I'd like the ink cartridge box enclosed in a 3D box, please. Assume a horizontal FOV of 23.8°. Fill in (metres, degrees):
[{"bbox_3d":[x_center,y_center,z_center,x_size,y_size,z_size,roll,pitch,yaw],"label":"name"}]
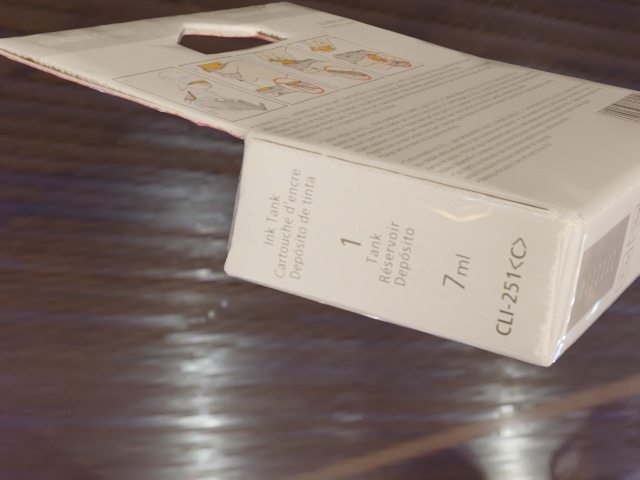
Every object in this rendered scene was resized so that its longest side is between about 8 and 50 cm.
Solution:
[{"bbox_3d":[0.031,-0.045,0.713,0.261,0.066,0.296,17,-162,21],"label":"ink cartridge box"}]
